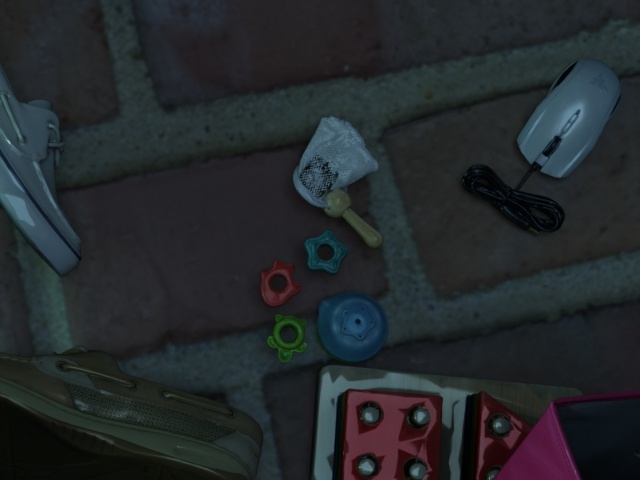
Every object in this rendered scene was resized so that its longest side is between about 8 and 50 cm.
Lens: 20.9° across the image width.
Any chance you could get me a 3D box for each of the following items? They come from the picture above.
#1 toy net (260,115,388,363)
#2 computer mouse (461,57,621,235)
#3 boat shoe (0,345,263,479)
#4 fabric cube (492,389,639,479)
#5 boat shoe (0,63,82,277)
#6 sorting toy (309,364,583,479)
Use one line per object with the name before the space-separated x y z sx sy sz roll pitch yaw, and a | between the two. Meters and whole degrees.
toy net | 0.000 0.000 1.639 0.122 0.045 0.232 -2 79 -7
computer mouse | 0.230 -0.102 1.690 0.106 0.042 0.193 35 77 -1
boat shoe | -0.220 0.159 1.552 0.341 0.122 0.110 21 42 -5
fabric cube | 0.280 0.290 1.392 0.254 0.258 0.259 -2 55 -24
boat shoe | -0.279 -0.095 1.590 0.088 0.096 0.267 -31 78 -8
sorting toy | 0.120 0.250 1.588 0.255 0.089 0.257 6 79 -8
